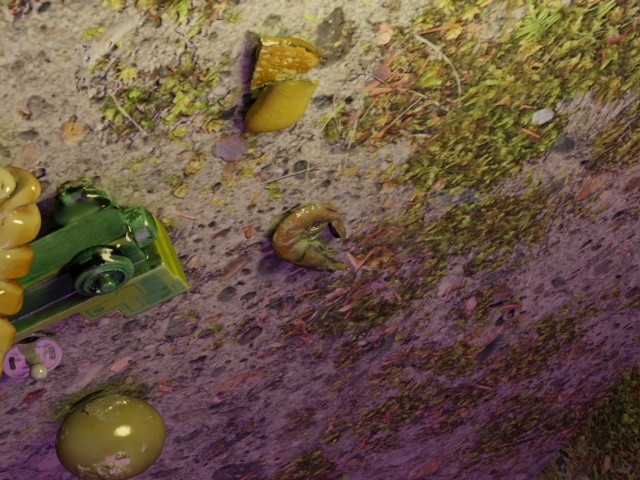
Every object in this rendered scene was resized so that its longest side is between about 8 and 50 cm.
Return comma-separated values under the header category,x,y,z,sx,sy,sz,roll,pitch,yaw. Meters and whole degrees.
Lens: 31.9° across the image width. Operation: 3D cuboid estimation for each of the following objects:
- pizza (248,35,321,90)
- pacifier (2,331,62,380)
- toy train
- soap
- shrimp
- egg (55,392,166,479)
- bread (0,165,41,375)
category,x,y,z,sx,sy,sz,roll,pitch,yaw
pizza,-0.065,-0.234,1.471,0.108,0.026,0.123,-34,156,30
pacifier,-0.458,0.193,1.788,0.099,0.078,0.081,-14,127,-20
toy train,-0.388,0.067,1.582,0.369,0.150,0.237,-25,157,-1
soap,-0.049,-0.189,1.520,0.089,0.033,0.168,-14,164,-28
shrimp,0.000,0.000,1.887,0.126,0.047,0.223,-44,147,10
egg,-0.382,0.362,2.039,0.201,0.164,0.164,-9,146,-26
bread,-0.447,0.048,1.383,0.121,0.172,0.311,-37,144,-79
